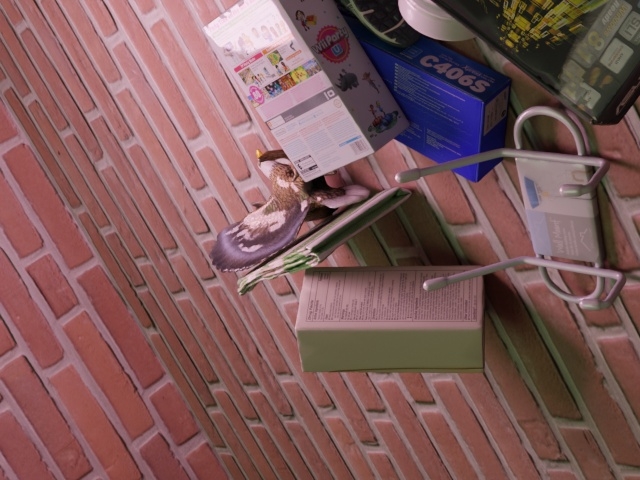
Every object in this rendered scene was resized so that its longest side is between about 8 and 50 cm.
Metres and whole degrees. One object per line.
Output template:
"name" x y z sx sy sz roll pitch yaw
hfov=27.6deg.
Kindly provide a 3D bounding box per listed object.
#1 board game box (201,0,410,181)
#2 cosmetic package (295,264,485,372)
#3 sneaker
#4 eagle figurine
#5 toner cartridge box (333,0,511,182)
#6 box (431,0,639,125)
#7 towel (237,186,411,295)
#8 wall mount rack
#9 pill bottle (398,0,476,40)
"board game box" -0.026 -0.260 2.041 0.303 0.097 0.224 56 148 -10
"cosmetic package" 0.122 0.133 2.203 0.310 0.160 0.113 -1 131 10
"sneaker" 0.059 -0.400 1.989 0.283 0.110 0.122 51 169 13
"eagle figurine" -0.059 -0.073 2.378 0.225 0.226 0.298 -102 27 -45
"toner cartridge box" 0.130 -0.240 2.025 0.348 0.075 0.165 32 143 28
"box" 0.307 -0.373 1.427 0.318 0.097 0.395 43 115 21
"towel" 0.000 0.000 2.317 0.038 0.248 0.325 56 150 -4
"wall mount rack" 0.290 -0.025 1.938 0.304 0.130 0.350 8 128 35
"pill bottle" 0.188 -0.406 1.698 0.161 0.161 0.283 42 149 23
